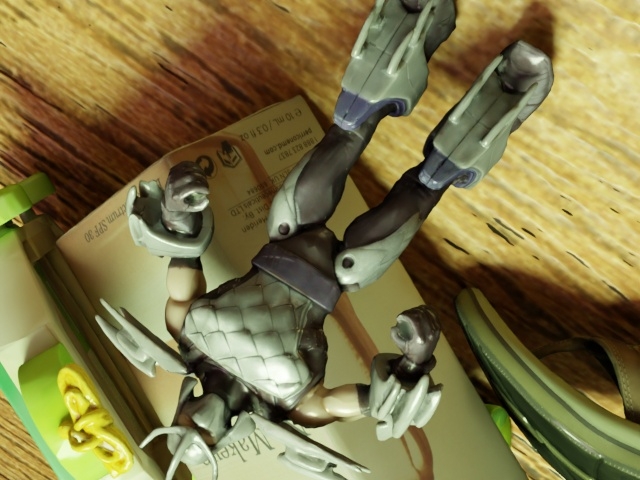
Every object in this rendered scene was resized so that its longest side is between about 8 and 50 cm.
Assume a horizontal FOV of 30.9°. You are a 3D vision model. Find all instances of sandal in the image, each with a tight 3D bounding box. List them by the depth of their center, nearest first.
[{"bbox_3d":[0.202,0.119,0.701,0.303,0.086,0.120,35,164,34],"label":"sandal"}]

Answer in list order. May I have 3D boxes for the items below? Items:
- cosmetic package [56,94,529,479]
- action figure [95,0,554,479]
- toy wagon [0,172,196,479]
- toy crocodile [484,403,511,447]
[{"bbox_3d":[-0.017,0.081,0.728,0.153,0.129,0.296,-32,90,46],"label":"cosmetic package"},{"bbox_3d":[0.000,0.000,0.589,0.185,0.285,0.099,34,170,3],"label":"action figure"},{"bbox_3d":[-0.160,0.088,0.783,0.267,0.068,0.344,59,179,-8],"label":"toy wagon"},{"bbox_3d":[0.085,0.208,0.887,0.115,0.105,0.340,7,134,27],"label":"toy crocodile"}]
